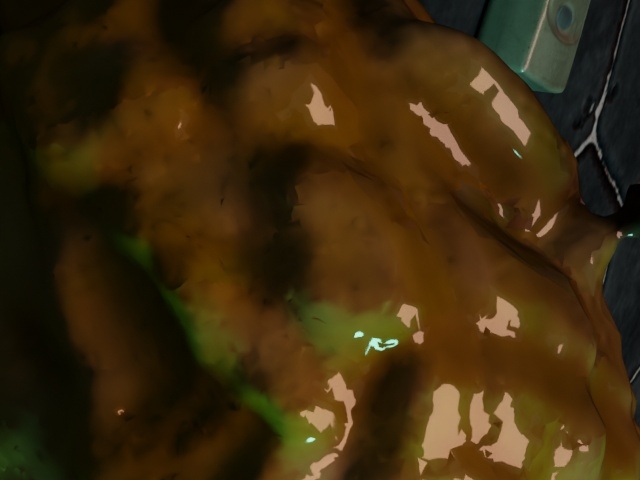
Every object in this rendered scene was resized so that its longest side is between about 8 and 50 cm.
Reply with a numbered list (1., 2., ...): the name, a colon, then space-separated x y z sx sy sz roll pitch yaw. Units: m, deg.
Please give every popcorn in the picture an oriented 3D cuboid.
1. popcorn: -0.058 0.052 0.707 0.382 0.349 0.349 -25 144 -3

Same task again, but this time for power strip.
1. power strip: 0.170 -0.230 1.228 0.080 0.048 0.286 12 96 -65
